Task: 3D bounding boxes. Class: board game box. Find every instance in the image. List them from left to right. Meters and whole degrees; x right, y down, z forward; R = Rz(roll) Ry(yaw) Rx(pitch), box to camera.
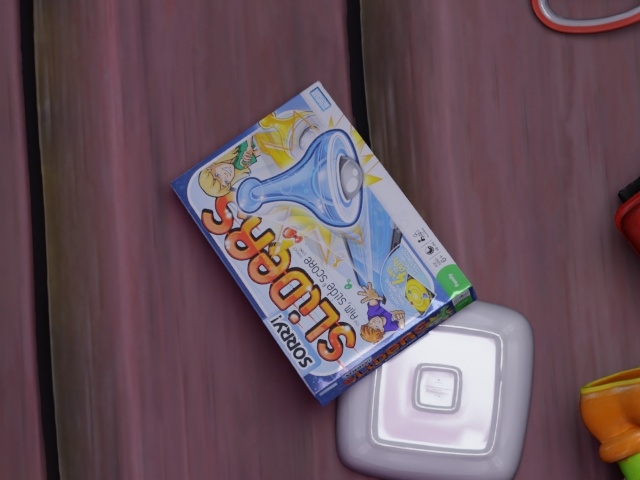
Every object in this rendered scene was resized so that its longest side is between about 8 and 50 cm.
[{"bbox_3d":[0.000,0.000,1.281,0.136,0.035,0.201,-35,67,-2],"label":"board game box"}]

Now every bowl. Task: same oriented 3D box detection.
[{"bbox_3d":[0.083,0.108,1.289,0.142,0.053,0.142,7,84,4],"label":"bowl"}]

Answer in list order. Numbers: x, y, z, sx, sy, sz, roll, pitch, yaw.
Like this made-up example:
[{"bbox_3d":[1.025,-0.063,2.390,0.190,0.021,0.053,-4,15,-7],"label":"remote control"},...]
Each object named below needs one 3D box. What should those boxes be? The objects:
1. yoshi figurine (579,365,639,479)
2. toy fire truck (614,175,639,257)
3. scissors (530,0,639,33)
[{"bbox_3d":[0.315,0.244,1.202,0.204,0.203,0.362,-17,87,-7],"label":"yoshi figurine"},{"bbox_3d":[0.316,-0.026,1.182,0.217,0.246,0.158,-38,84,12],"label":"toy fire truck"},{"bbox_3d":[0.292,-0.218,1.276,0.297,0.021,0.109,-6,99,20],"label":"scissors"}]
